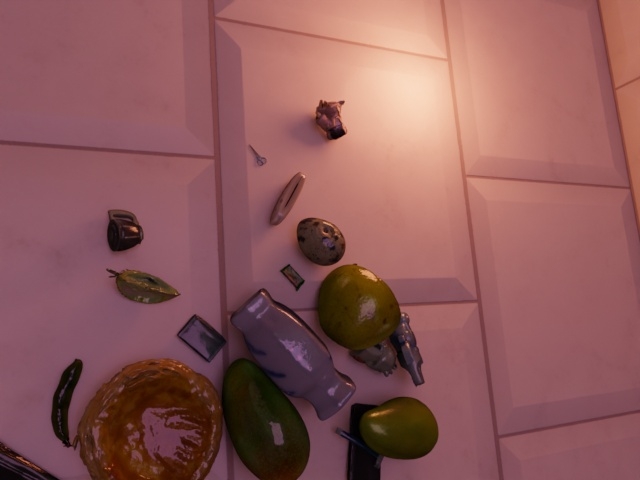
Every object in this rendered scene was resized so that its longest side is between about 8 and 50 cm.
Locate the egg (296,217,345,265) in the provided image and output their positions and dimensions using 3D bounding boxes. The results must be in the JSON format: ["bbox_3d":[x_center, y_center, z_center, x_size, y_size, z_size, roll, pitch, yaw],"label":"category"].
[{"bbox_3d":[0.000,0.000,1.814,0.182,0.141,0.141,43,64,-1],"label":"egg"}]

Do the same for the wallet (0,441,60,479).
[{"bbox_3d":[-0.776,0.619,1.370,0.245,0.052,0.168,40,69,-15],"label":"wallet"}]

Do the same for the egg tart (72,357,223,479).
[{"bbox_3d":[-0.450,0.506,1.481,0.388,0.169,0.388,6,77,-27],"label":"egg tart"}]

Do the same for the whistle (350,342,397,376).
[{"bbox_3d":[0.160,0.362,1.832,0.253,0.102,0.106,37,107,-21],"label":"whistle"}]

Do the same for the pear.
[{"bbox_3d":[0.110,0.218,1.770,0.288,0.139,0.239,42,61,8],"label":"pear"}]

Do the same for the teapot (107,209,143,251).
[{"bbox_3d":[-0.555,-0.032,1.590,0.091,0.092,0.124,-2,86,-42],"label":"teapot"}]

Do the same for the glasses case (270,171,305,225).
[{"bbox_3d":[-0.107,-0.138,1.827,0.051,0.081,0.204,33,66,-14],"label":"glasses case"}]

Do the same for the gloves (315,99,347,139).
[{"bbox_3d":[0.037,-0.424,1.950,0.110,0.094,0.144,-7,104,-3],"label":"gloves"}]

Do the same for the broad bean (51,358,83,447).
[{"bbox_3d":[-0.670,0.428,1.464,0.069,0.039,0.227,3,78,-18],"label":"broad bean"}]

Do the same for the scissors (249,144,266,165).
[{"bbox_3d":[-0.212,-0.287,1.850,0.036,0.006,0.083,-39,96,-29],"label":"scissors"}]

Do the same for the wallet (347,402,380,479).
[{"bbox_3d":[0.149,0.659,1.805,0.124,0.025,0.244,13,70,-24],"label":"wallet"}]

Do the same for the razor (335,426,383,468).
[{"bbox_3d":[0.129,0.648,1.760,0.191,0.037,0.068,37,64,-14],"label":"razor"}]

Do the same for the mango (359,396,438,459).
[{"bbox_3d":[0.246,0.593,1.763,0.343,0.156,0.192,22,61,-43],"label":"mango"}]

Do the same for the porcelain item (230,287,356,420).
[{"bbox_3d":[-0.086,0.334,1.650,0.178,0.242,0.405,-44,94,-4],"label":"porcelain item"}]

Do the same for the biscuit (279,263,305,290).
[{"bbox_3d":[-0.090,0.118,1.815,0.089,0.016,0.046,48,64,-9],"label":"biscuit"}]

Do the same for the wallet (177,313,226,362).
[{"bbox_3d":[-0.351,0.289,1.649,0.129,0.026,0.088,43,61,-10],"label":"wallet"}]

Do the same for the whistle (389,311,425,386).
[{"bbox_3d":[0.291,0.359,1.876,0.093,0.180,0.269,-26,69,12],"label":"whistle"}]

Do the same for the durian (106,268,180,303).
[{"bbox_3d":[-0.507,0.124,1.570,0.215,0.100,0.086,21,68,-27],"label":"durian"}]

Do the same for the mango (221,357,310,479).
[{"bbox_3d":[-0.162,0.514,1.578,0.201,0.225,0.382,-24,88,-24],"label":"mango"}]
